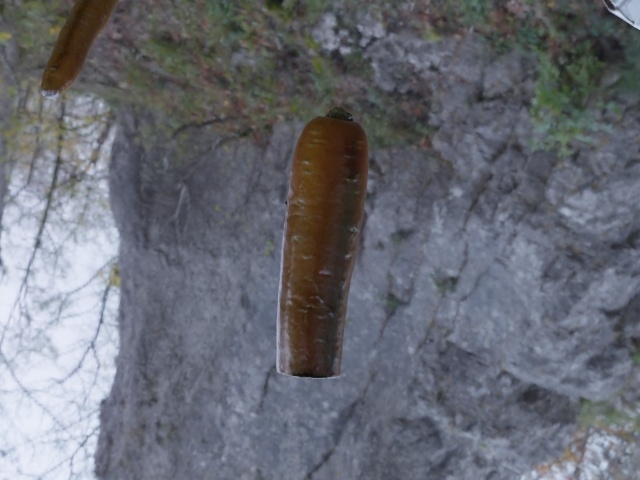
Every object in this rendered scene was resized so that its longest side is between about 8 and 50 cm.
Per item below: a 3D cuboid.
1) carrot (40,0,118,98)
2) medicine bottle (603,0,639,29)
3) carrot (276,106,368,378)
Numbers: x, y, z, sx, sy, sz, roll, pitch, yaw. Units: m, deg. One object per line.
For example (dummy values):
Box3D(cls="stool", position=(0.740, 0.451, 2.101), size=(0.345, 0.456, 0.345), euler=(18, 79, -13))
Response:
Box3D(cls="carrot", position=(-0.243, -0.230, 0.853), size=(0.043, 0.043, 0.247), euler=(16, -130, -9))
Box3D(cls="medicine bottle", position=(0.293, -0.168, 0.478), size=(0.201, 0.171, 0.052), euler=(25, -151, -11))
Box3D(cls="carrot", position=(0.000, 0.000, 0.683), size=(0.067, 0.225, 0.067), euler=(7, 176, 0))
